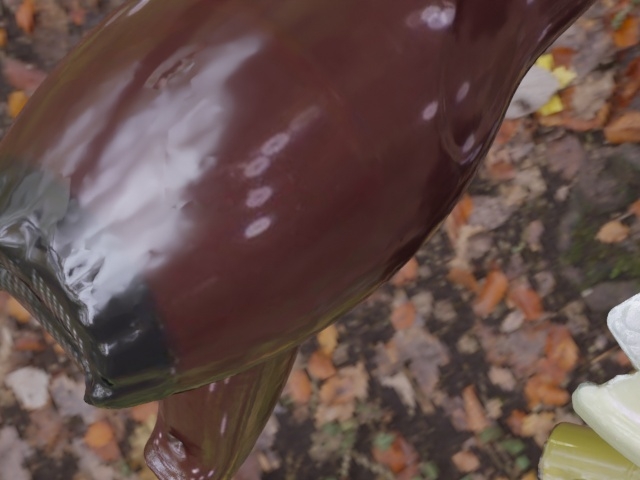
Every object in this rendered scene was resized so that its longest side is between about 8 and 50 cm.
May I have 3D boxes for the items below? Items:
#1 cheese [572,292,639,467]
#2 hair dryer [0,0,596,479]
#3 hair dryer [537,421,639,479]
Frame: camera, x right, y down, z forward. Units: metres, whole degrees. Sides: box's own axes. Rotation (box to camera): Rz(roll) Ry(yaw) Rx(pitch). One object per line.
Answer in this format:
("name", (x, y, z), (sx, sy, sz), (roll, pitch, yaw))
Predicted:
("cheese", (0.234, 0.116, 0.835), (0.127, 0.050, 0.235), (-31, 61, -2))
("hair dryer", (0.000, 0.000, 0.602), (0.123, 0.312, 0.340), (42, 148, 17))
("hair dryer", (0.244, 0.281, 1.452), (0.135, 0.278, 0.090), (11, 121, 34))
